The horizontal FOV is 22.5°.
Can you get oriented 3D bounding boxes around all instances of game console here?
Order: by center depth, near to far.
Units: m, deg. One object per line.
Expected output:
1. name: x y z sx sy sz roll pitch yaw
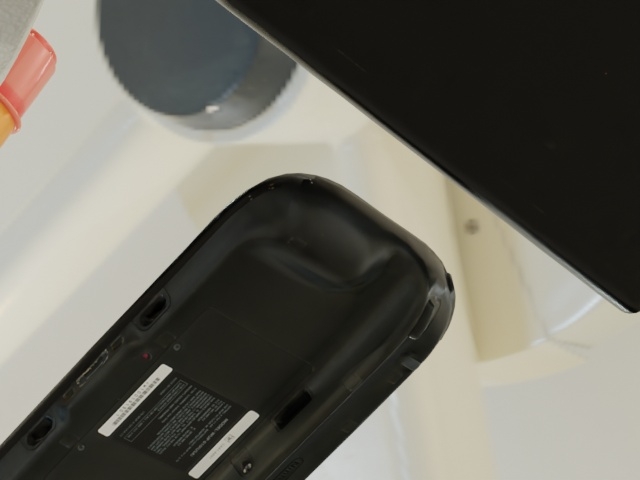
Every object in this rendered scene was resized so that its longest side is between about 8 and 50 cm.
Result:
1. game console: 0.000 0.000 0.550 0.361 0.213 0.044 -46 -149 13

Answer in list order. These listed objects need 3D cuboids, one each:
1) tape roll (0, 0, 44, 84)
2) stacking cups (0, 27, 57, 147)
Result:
1. tape roll: -0.175 -0.220 0.704 0.392 0.072 0.392 -32 -128 52
2. stacking cups: -0.302 -0.034 1.197 0.096 0.096 0.316 22 -115 29
